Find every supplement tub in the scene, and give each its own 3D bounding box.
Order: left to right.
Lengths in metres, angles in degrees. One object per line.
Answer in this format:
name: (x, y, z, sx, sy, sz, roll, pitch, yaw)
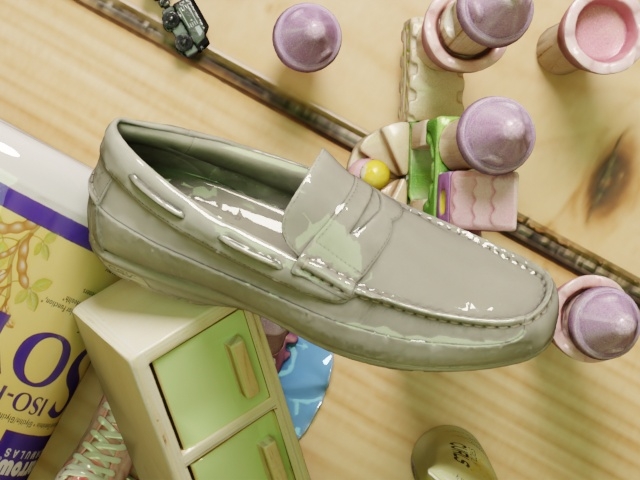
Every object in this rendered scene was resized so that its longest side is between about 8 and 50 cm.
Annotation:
supplement tub: (-0.293, 0.068, 1.139, 0.241, 0.241, 0.331, 28, 89, 0)

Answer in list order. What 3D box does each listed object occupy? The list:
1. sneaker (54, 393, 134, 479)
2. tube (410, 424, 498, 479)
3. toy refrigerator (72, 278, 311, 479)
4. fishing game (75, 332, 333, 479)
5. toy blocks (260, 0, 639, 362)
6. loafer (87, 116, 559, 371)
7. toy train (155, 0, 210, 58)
sneaker: (-0.167, 0.166, 1.202, 0.051, 0.070, 0.134, 28, 99, 2)
tube: (0.106, 0.182, 1.138, 0.070, 0.240, 0.062, 2, 91, 0)
toy refrigerator: (-0.079, 0.146, 1.129, 0.102, 0.094, 0.269, -31, 128, -22)
fishing game: (-0.082, 0.091, 1.240, 0.189, 0.041, 0.264, 36, 89, -2)
toy blocks: (0.089, -0.051, 1.115, 0.309, 0.260, 0.289, 3, 89, -8)
loafer: (0.000, 0.000, 0.998, 0.319, 0.112, 0.111, 13, 130, 7)
toy train: (-0.134, -0.222, 1.252, 0.036, 0.027, 0.158, -30, 89, -4)
